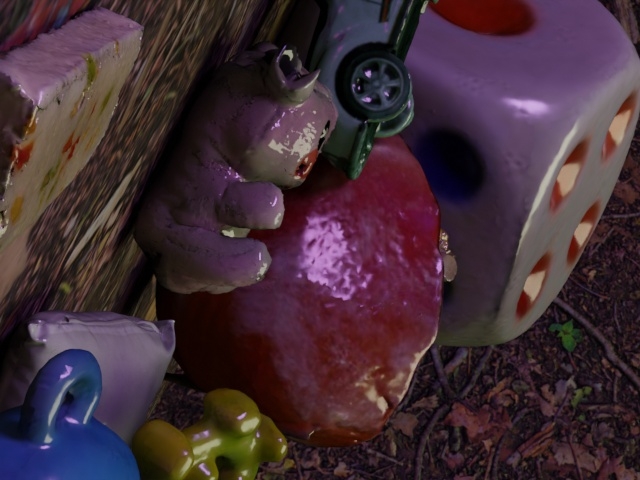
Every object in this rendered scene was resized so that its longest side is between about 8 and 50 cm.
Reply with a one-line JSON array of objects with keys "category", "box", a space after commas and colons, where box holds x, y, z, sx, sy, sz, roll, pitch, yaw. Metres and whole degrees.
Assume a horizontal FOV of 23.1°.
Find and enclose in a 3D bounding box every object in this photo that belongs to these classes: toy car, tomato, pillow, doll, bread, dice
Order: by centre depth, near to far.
[{"category": "bread", "box": [-0.094, -0.038, 0.529, 0.154, 0.028, 0.068, -71, -174, -75]}, {"category": "doll", "box": [-0.161, 0.186, 0.721, 0.346, 0.099, 0.341, -18, 139, -60]}, {"category": "pillow", "box": [-0.167, 0.148, 0.830, 0.254, 0.078, 0.144, -62, 168, 11]}, {"category": "doll", "box": [-0.055, -0.051, 1.051, 0.192, 0.095, 0.149, -65, -173, -3]}, {"category": "toy car", "box": [0.045, -0.203, 1.211, 0.136, 0.125, 0.306, 21, 92, -85]}, {"category": "tomato", "box": [-0.043, 0.017, 1.303, 0.170, 0.309, 0.309, 16, 105, -49]}, {"category": "dice", "box": [0.120, -0.101, 1.525, 0.277, 0.304, 0.304, -39, 150, -47]}]

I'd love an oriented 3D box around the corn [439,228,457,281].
[{"category": "corn", "box": [0.000, 0.000, 1.436, 0.086, 0.288, 0.086, -15, 109, -51]}]
